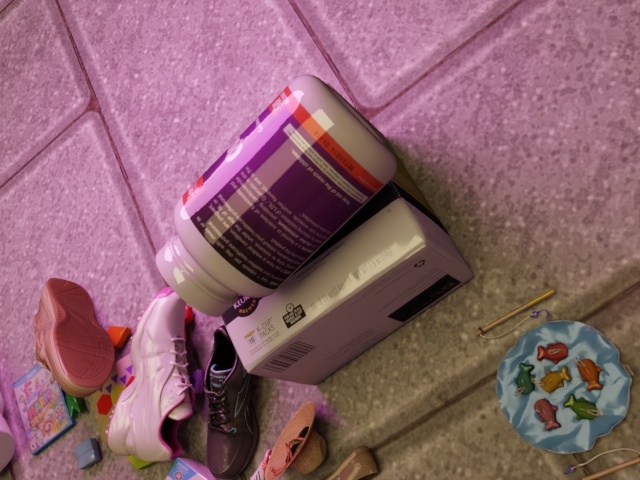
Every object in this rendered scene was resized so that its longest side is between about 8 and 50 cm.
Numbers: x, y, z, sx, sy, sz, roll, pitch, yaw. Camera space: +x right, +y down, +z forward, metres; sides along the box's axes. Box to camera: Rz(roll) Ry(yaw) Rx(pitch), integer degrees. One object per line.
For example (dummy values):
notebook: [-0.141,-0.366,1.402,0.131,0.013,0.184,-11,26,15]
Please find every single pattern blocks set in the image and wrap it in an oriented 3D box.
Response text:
pattern blocks set: [-0.352,0.287,1.393,0.325,0.026,0.285,-24,64,22]

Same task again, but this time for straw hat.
straw hat: [-0.025,0.333,1.170,0.061,0.144,0.144,35,95,-9]

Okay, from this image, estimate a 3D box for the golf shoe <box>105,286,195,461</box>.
golf shoe: [-0.267,0.237,1.290,0.140,0.115,0.306,13,88,22]

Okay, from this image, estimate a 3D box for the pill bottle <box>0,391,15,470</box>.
pill bottle: [-0.795,0.315,1.521,0.224,0.224,0.392,-50,57,8]

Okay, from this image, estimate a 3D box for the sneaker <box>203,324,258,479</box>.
sneaker: [-0.162,0.267,1.247,0.101,0.106,0.267,0,76,28]

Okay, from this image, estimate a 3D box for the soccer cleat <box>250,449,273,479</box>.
soccer cleat: [-0.098,0.386,1.218,0.036,0.029,0.083,7,83,27]

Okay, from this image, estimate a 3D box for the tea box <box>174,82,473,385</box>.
tea box: [0.000,0.000,1.166,0.329,0.220,0.323,-37,60,15]

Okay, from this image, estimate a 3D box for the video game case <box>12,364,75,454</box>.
video game case: [-0.567,0.334,1.508,0.119,0.015,0.166,-38,60,15]

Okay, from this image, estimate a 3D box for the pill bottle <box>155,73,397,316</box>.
pill bottle: [-0.066,-0.051,0.980,0.323,0.181,0.181,-44,59,11]

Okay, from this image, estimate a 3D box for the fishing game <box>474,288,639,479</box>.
fishing game: [0.333,0.202,1.024,0.189,0.041,0.264,-30,63,22]

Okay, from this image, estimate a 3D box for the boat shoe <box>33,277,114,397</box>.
boat shoe: [-0.484,0.202,1.420,0.110,0.122,0.341,-59,34,13]

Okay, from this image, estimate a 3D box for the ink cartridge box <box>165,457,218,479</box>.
ink cartridge box: [-0.233,0.473,1.244,0.104,0.060,0.180,25,85,33]

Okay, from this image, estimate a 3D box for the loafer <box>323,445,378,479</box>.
loafer: [0.032,0.382,1.128,0.148,0.056,0.050,-52,51,6]
